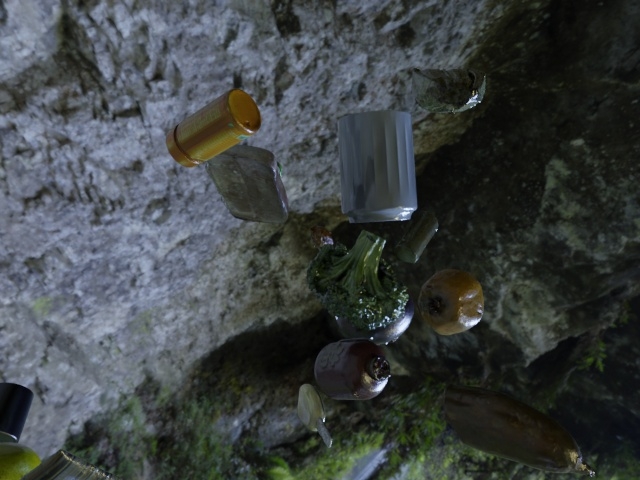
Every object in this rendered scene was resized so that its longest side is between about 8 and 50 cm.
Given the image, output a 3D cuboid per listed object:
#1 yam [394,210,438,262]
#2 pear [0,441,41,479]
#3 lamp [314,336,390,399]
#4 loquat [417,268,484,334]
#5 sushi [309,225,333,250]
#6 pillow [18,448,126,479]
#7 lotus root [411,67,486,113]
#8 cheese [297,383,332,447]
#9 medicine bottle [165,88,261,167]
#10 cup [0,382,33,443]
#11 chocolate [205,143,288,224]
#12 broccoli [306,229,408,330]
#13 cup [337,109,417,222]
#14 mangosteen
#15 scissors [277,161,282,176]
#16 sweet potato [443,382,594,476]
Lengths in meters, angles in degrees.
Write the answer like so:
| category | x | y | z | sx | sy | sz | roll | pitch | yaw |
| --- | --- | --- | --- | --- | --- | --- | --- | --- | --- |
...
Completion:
| category | x | y | z | sx | sy | sz | roll | pitch | yaw |
| --- | --- | --- | --- | --- | --- | --- | --- | --- | --- |
| yam | 0.255 | -0.006 | 1.280 | 0.068 | 0.169 | 0.068 | 21 | -45 | 22 |
| pear | -0.775 | 0.579 | 1.160 | 0.198 | 0.198 | 0.198 | 39 | -32 | 29 |
| lamp | 0.092 | 0.366 | 1.396 | 0.258 | 0.180 | 0.180 | -21 | -78 | 46 |
| loquat | 0.381 | 0.180 | 1.431 | 0.176 | 0.234 | 0.187 | -29 | -104 | 48 |
| sushi | 0.003 | -0.001 | 1.528 | 0.118 | 0.060 | 0.062 | 45 | -39 | -18 |
| pillow | -0.495 | 0.500 | 0.999 | 0.203 | 0.113 | 0.038 | 53 | 0 | -35 |
| lotus root | 0.246 | -0.279 | 0.926 | 0.143 | 0.144 | 0.070 | 5 | -58 | 5 |
| cheese | -0.012 | 0.550 | 1.498 | 0.251 | 0.054 | 0.127 | -146 | -119 | -68 |
| medicine bottle | -0.218 | -0.225 | 0.988 | 0.192 | 0.096 | 0.096 | -20 | -76 | 34 |
| cup | -1.143 | 0.629 | 1.718 | 0.239 | 0.176 | 0.166 | -34 | -53 | 28 |
| chocolate | -0.174 | -0.150 | 1.251 | 0.185 | 0.100 | 0.303 | 14 | -23 | 12 |
| broccoli | 0.104 | 0.114 | 1.367 | 0.288 | 0.259 | 0.235 | 22 | -20 | -3 |
| cup | 0.158 | -0.222 | 1.561 | 0.323 | 0.237 | 0.326 | 2 | -83 | 63 |
| mangosteen | 0.182 | 0.235 | 1.740 | 0.293 | 0.297 | 0.297 | 48 | -27 | 0 |
| scissors | -0.174 | -0.210 | 1.886 | 0.101 | 0.027 | 0.204 | -2 | -58 | 27 |
| sweet potato | 0.487 | 0.472 | 1.213 | 0.370 | 0.157 | 0.157 | 12 | -47 | 27 |
